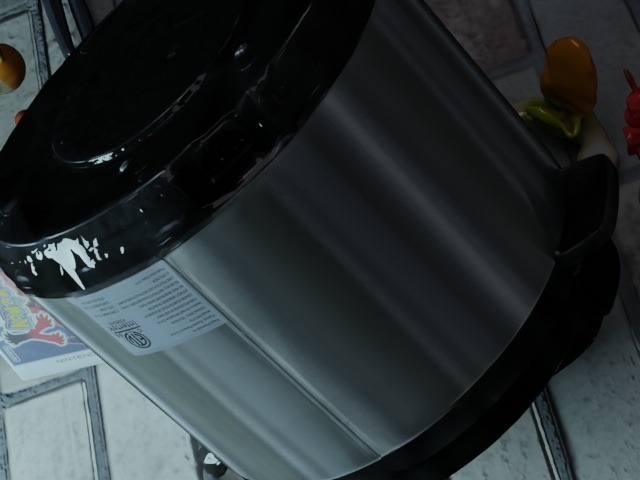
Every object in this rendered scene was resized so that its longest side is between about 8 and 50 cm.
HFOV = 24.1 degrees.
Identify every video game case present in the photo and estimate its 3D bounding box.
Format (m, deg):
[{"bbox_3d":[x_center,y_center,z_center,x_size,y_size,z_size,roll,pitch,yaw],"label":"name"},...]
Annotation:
[{"bbox_3d":[-0.233,0.048,1.358,0.183,0.201,0.023,-13,46,14],"label":"video game case"}]

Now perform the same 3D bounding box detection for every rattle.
[{"bbox_3d":[0.158,-0.070,1.314,0.200,0.143,0.130,-24,76,0],"label":"rattle"}]

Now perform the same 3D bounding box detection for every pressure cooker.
[{"bbox_3d":[-0.002,0.005,1.165,0.375,0.420,0.370,-50,28,-9],"label":"pressure cooker"}]

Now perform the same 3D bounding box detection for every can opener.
[{"bbox_3d":[-0.283,-0.272,1.634,0.059,0.073,0.186,-15,68,3],"label":"can opener"}]

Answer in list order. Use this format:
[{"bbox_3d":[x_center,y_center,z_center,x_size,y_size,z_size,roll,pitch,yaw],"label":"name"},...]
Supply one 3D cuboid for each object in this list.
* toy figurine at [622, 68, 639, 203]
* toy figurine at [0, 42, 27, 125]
[{"bbox_3d":[0.373,0.020,1.109,0.217,0.191,0.362,-16,60,7],"label":"toy figurine"},{"bbox_3d":[-0.256,-0.075,1.425,0.148,0.209,0.213,-43,56,11],"label":"toy figurine"}]
